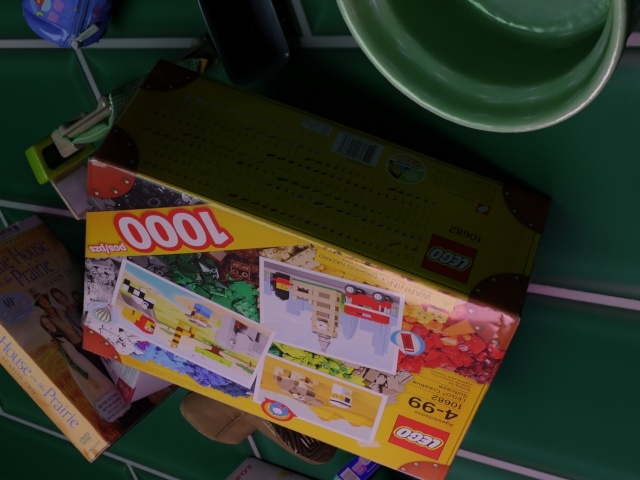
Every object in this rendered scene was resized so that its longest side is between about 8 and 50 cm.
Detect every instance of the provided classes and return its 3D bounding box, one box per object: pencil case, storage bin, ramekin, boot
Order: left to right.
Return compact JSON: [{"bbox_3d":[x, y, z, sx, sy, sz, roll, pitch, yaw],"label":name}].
[{"bbox_3d":[-0.309,-0.369,1.587,0.306,0.119,0.133,-49,54,56],"label":"pencil case"},{"bbox_3d":[-0.101,-0.275,1.489,0.091,0.098,0.135,45,159,61],"label":"storage bin"},{"bbox_3d":[-0.107,0.309,2.056,0.236,0.089,0.269,41,152,-3],"label":"boot"},{"bbox_3d":[0.169,-0.267,1.121,0.303,0.148,0.303,24,138,24],"label":"ramekin"}]

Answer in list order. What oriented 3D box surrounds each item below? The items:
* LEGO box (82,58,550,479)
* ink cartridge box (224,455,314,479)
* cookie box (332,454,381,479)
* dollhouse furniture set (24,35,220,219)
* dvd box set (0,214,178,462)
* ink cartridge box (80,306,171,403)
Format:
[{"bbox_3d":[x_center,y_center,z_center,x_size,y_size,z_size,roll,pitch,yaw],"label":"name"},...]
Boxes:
[{"bbox_3d":[-0.022,0.048,1.474,0.500,0.193,0.373,20,139,6],"label":"LEGO box"},{"bbox_3d":[-0.069,0.543,2.131,0.270,0.198,0.197,11,131,43],"label":"ink cartridge box"},{"bbox_3d":[0.052,0.381,1.936,0.040,0.092,0.107,43,145,14],"label":"cookie box"},{"bbox_3d":[-0.251,-0.139,1.677,0.301,0.197,0.151,-19,107,54],"label":"dollhouse furniture set"},{"bbox_3d":[-0.450,0.157,2.106,0.420,0.307,0.062,48,113,3],"label":"dvd box set"},{"bbox_3d":[-0.309,0.158,2.055,0.176,0.127,0.128,55,148,19],"label":"ink cartridge box"}]
